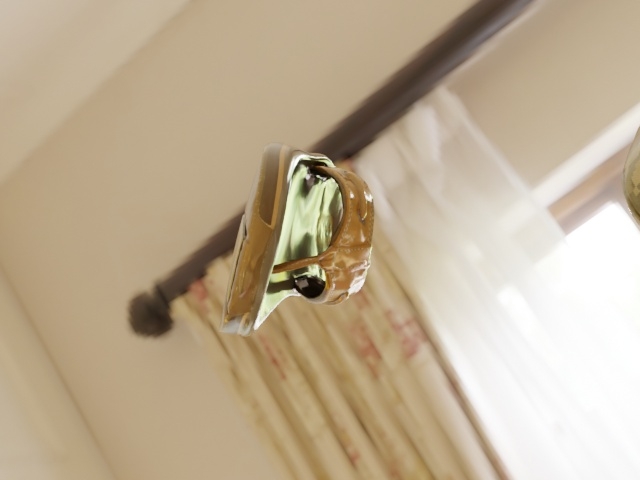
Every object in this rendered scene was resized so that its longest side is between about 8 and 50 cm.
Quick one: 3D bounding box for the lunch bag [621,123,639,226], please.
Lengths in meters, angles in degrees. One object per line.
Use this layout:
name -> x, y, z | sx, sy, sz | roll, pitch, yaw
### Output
lunch bag -> 0.392, -0.048, 1.017 | 0.256, 0.305, 0.212 | -48, 1, 30

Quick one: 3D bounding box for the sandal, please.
sandal -> 0.000, 0.000, 0.620 | 0.180, 0.049, 0.072 | -12, -66, -78
